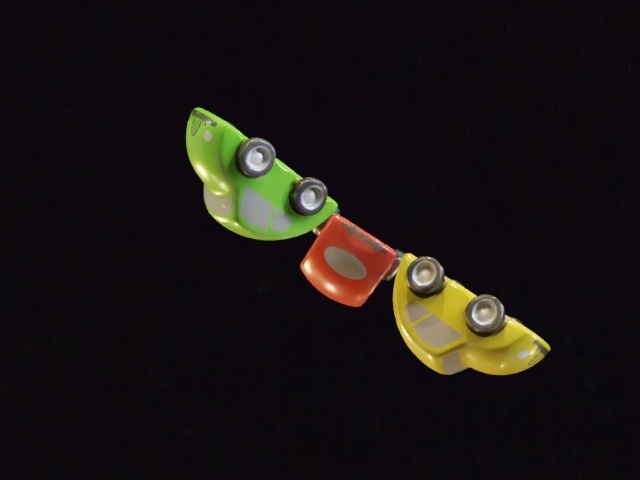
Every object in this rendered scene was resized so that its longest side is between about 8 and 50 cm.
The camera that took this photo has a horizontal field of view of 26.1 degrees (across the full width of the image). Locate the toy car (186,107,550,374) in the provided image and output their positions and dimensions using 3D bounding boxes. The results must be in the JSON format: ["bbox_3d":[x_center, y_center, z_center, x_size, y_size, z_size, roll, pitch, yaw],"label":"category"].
[{"bbox_3d":[0.000,0.000,0.821,0.225,0.239,0.053,35,-92,-32],"label":"toy car"}]
